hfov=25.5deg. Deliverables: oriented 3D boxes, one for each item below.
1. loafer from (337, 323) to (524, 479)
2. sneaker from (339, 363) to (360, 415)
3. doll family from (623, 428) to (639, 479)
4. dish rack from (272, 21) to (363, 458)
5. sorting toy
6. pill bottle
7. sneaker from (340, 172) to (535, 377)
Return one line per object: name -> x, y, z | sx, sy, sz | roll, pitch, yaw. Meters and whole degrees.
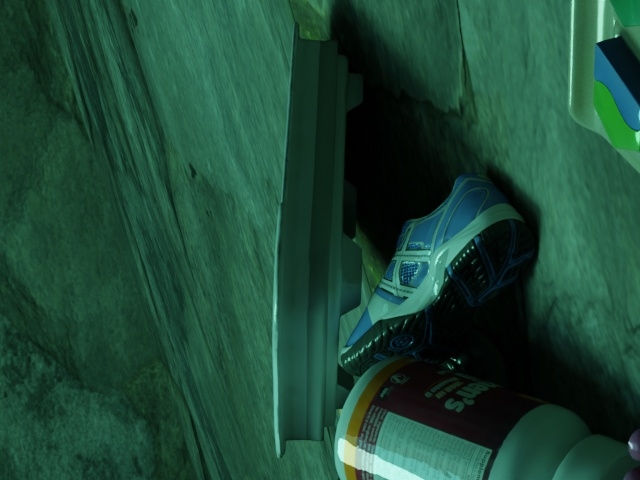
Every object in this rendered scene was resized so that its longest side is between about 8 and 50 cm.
loafer -> 0.097, 0.198, 1.280 | 0.134, 0.130, 0.366 | 49, 138, 27
sneaker -> 0.071, 0.215, 1.466 | 0.083, 0.084, 0.215 | 141, 107, -78
doll family -> 0.263, 0.241, 0.874 | 0.163, 0.118, 0.263 | -132, 44, -65
dish rack -> 0.000, 0.000, 1.274 | 0.285, 0.072, 0.332 | 90, -179, -51
sorting toy -> 0.196, -0.092, 0.773 | 0.208, 0.038, 0.193 | 52, 156, 46
pill bottle -> 0.127, 0.169, 1.050 | 0.221, 0.121, 0.121 | 15, 128, 40
sneaker -> 0.087, 0.034, 1.123 | 0.211, 0.080, 0.081 | -47, 43, 31
